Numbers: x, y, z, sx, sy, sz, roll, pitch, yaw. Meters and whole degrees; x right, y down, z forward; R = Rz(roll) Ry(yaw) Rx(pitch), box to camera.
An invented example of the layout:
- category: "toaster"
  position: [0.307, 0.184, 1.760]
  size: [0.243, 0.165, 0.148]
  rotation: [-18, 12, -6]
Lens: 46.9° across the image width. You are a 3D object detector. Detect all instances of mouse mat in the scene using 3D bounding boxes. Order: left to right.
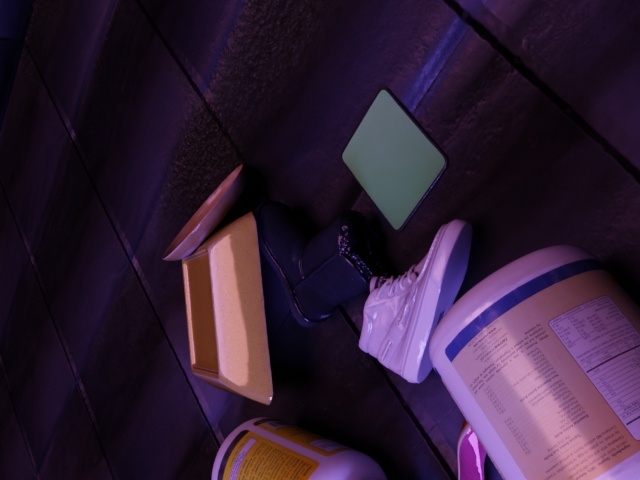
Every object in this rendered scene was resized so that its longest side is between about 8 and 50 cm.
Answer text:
- category: "mouse mat"
  position: [0.109, -0.127, 1.155]
  size: [0.189, 0.007, 0.152]
  rotation: [57, 130, 32]

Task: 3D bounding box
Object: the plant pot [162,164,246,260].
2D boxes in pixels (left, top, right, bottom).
- category: "plant pot"
  position: [-0.214, -0.047, 1.413]
  size: [0.032, 0.236, 0.236]
  rotation: [40, 134, -12]

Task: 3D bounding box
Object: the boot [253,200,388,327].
- category: "boot"
  position: [0.000, 0.000, 1.218]
  size: [0.207, 0.094, 0.246]
  rotation: [-41, 65, 44]

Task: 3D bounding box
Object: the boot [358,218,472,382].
- category: "boot"
  position: [0.125, 0.073, 1.061]
  size: [0.123, 0.095, 0.258]
  rotation: [25, 113, 27]

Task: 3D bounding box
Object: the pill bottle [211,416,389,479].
- category: "pill bottle"
  position: [-0.012, 0.411, 1.178]
  size: [0.334, 0.188, 0.187]
  rotation: [6, 96, 49]

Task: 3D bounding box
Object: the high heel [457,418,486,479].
- category: "high heel"
  position: [0.232, 0.308, 1.000]
  size: [0.117, 0.082, 0.244]
  rotation: [26, 99, 12]

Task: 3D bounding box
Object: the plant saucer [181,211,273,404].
- category: "plant saucer"
  position: [-0.189, 0.132, 1.379]
  size: [0.333, 0.081, 0.332]
  rotation: [164, 101, -67]

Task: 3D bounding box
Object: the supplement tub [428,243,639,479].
- category: "supplement tub"
  position: [0.286, 0.187, 0.794]
  size: [0.228, 0.228, 0.316]
  rotation: [-54, 54, 36]
